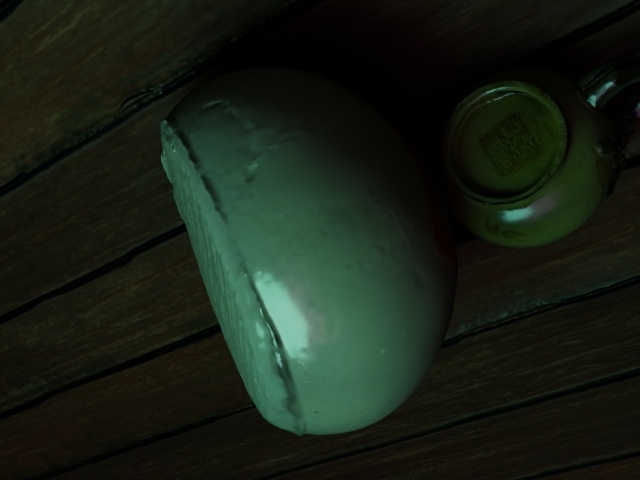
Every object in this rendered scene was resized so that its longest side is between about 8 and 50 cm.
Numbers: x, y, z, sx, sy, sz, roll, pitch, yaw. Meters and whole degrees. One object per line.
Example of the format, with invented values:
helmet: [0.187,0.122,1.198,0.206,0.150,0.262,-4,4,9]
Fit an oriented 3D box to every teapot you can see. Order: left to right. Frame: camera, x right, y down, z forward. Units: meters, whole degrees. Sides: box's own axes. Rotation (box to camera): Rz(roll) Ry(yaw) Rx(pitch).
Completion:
teapot: [0.219,-0.082,0.966,0.269,0.173,0.183,-39,153,18]

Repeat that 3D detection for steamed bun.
steamed bun: [0.000,0.000,0.973,0.241,0.374,0.374,-22,134,-8]
